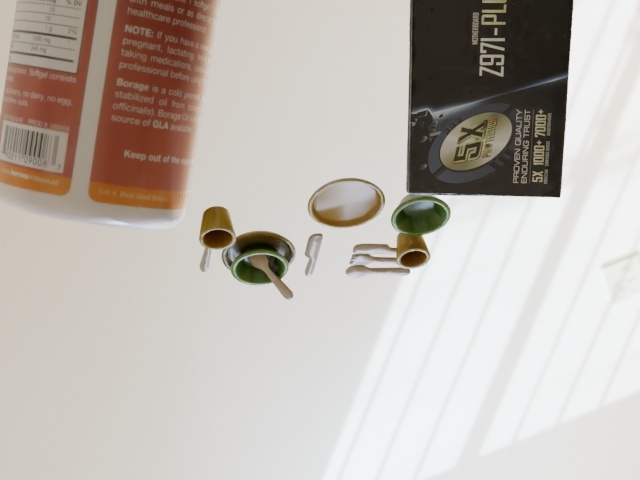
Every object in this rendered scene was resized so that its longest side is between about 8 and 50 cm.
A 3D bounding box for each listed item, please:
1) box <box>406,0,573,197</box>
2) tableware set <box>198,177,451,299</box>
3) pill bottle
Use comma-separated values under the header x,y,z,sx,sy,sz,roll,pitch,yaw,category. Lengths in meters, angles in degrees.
x,y,z,sx,sy,sz,roll,pitch,yaw,category
0.091,-0.114,0.536,0.180,0.077,0.147,-61,-28,-72,box
0.000,0.000,0.611,0.104,0.154,0.024,106,162,-51,tableware set
-0.127,-0.122,0.599,0.121,0.121,0.216,-138,58,-79,pill bottle
